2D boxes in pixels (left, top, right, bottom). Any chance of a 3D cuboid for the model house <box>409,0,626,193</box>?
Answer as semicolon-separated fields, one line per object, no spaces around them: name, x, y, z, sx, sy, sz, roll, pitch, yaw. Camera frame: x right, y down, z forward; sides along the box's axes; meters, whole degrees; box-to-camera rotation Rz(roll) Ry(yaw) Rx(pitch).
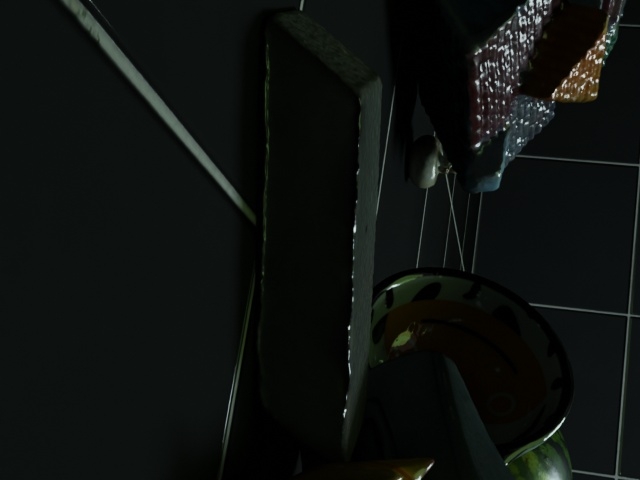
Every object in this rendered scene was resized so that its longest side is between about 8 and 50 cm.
model house;0.256;-0.266;1.355;0.360;0.297;0.339;77;25;-58

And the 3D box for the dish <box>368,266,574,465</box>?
dish;0.156;0.172;1.215;0.303;0.303;0.120;-71;180;-46

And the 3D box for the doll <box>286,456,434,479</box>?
doll;0.001;0.290;0.731;0.167;0.162;0.269;33;63;-81

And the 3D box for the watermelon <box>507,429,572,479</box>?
watermelon;0.194;0.321;1.355;0.285;0.285;0.285;6;90;-78

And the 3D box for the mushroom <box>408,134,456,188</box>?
mushroom;0.173;-0.117;1.512;0.085;0.079;0.085;3;90;-76

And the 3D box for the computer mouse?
computer mouse;0.090;0.253;0.856;0.122;0.188;0.371;32;27;-52

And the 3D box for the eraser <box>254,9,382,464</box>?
eraser;-0.001;0.000;0.792;0.111;0.077;0.352;-56;149;-71
